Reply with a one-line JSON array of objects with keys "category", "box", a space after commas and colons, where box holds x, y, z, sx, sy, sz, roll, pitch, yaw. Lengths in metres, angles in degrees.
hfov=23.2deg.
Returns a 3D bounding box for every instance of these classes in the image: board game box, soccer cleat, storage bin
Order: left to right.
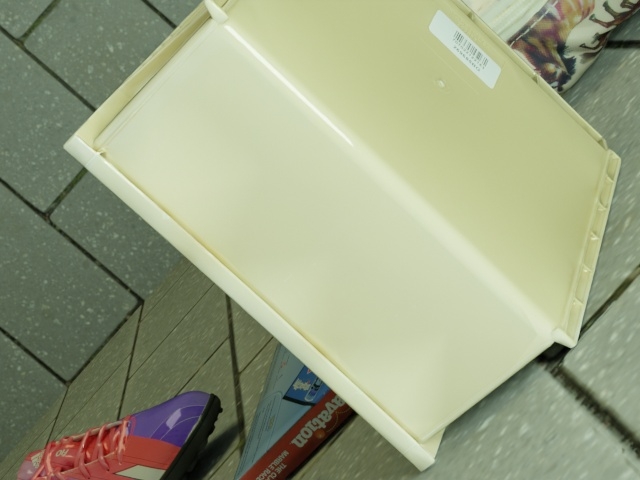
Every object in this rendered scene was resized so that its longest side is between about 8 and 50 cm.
[{"category": "soccer cleat", "box": [-0.210, 0.218, 1.423, 0.318, 0.116, 0.109, -43, 10, 36]}, {"category": "board game box", "box": [0.005, 0.090, 1.201, 0.145, 0.027, 0.281, -48, 8, 16]}, {"category": "storage bin", "box": [0.032, -0.057, 0.906, 0.123, 0.262, 0.260, -43, 10, 32]}]

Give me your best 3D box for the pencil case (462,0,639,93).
[{"category": "pencil case", "box": [0.250, -0.276, 1.150, 0.410, 0.160, 0.183, -43, -5, 34]}]
